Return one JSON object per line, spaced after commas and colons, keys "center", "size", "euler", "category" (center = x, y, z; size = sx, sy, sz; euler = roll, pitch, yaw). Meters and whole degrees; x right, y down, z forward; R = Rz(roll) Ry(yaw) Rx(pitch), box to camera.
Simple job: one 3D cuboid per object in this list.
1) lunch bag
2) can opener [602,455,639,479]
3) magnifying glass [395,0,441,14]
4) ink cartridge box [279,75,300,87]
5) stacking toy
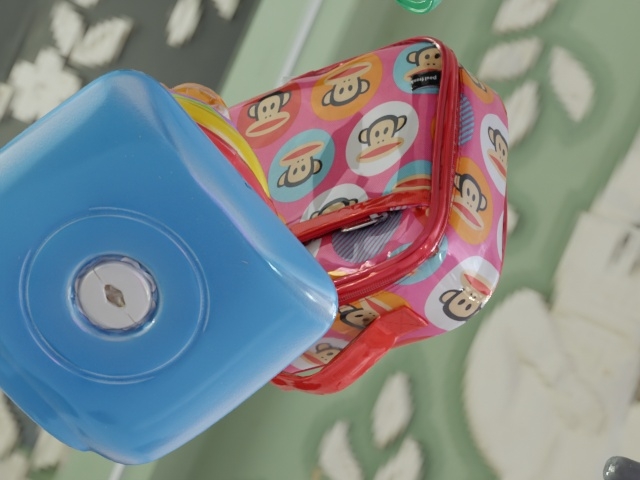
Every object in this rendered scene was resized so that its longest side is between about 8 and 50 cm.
{"center": [0.000, 0.000, 1.426], "size": [0.293, 0.258, 0.120], "euler": [-20, 138, 32], "category": "lunch bag"}
{"center": [0.392, 0.275, 1.726], "size": [0.283, 0.076, 0.095], "euler": [21, 176, -4], "category": "can opener"}
{"center": [0.074, -0.347, 2.023], "size": [0.092, 0.026, 0.231], "euler": [15, 137, 51], "category": "magnifying glass"}
{"center": [0.027, -0.056, 1.805], "size": [0.153, 0.208, 0.087], "euler": [-2, 150, 19], "category": "ink cartridge box"}
{"center": [-0.091, -0.027, 1.047], "size": [0.175, 0.166, 0.302], "euler": [49, -163, -15], "category": "stacking toy"}
